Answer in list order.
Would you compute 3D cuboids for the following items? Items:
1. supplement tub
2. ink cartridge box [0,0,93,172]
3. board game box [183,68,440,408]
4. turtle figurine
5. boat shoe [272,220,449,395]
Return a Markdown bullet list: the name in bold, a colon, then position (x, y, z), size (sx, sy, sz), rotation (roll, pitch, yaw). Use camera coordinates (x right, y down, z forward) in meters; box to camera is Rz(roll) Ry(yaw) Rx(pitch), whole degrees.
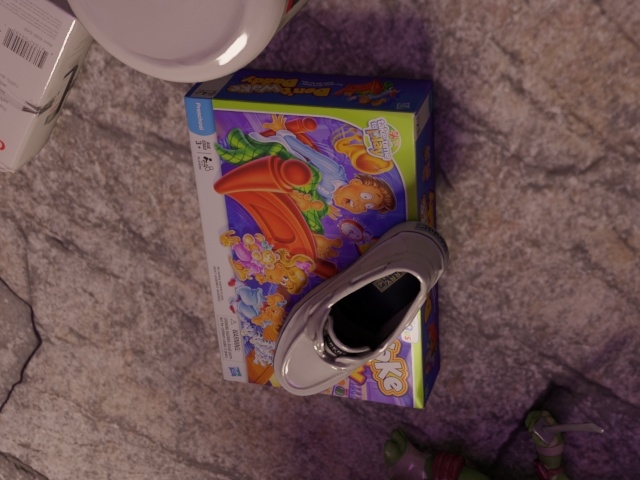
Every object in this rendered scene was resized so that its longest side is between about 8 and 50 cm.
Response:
- **supplement tub**: position (-0.078, -0.264, 0.992), size (0.191, 0.272, 0.191), rotation (10, 123, 15)
- **ink cartridge box**: position (-0.331, -0.201, 1.243), size (0.158, 0.092, 0.218), rotation (34, 125, -1)
- **board game box**: position (0.000, 0.000, 1.247), size (0.233, 0.078, 0.347), rotation (6, 122, 18)
- **turtle figurine**: position (0.180, 0.274, 1.281), size (0.266, 0.274, 0.198), rotation (5, 88, 23)
- **boat shoe**: position (0.024, 0.082, 1.187), size (0.095, 0.084, 0.258), rotation (35, 126, -3)
